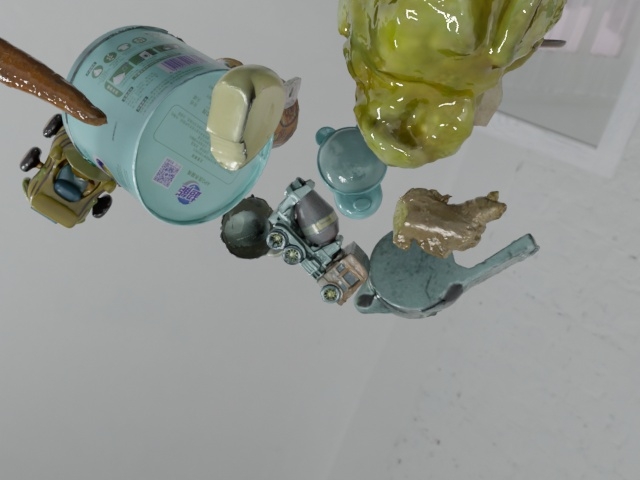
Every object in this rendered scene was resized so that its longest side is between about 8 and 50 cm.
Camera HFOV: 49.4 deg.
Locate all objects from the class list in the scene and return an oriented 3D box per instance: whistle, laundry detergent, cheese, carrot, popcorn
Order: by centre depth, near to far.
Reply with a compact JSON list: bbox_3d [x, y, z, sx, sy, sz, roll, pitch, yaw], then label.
[{"bbox_3d":[0.136,-0.284,0.834,0.293,0.292,0.334,31,151,20],"label":"popcorn"},{"bbox_3d":[-0.070,-0.168,0.884,0.050,0.127,0.255,21,-156,10],"label":"cheese"},{"bbox_3d":[-0.389,-0.217,0.972,0.209,0.061,0.061,29,-171,-2],"label":"carrot"},{"bbox_3d":[-0.286,-0.219,1.248,0.305,0.287,0.287,35,-164,36],"label":"laundry detergent"},{"bbox_3d":[0.276,0.077,1.536,0.404,0.188,0.168,1,167,8],"label":"whistle"}]

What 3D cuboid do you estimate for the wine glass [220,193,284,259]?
[{"bbox_3d":[-0.147,-0.022,1.740,0.156,0.156,0.232,23,-179,11],"label":"wine glass"}]

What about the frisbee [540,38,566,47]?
[{"bbox_3d":[0.494,-0.501,1.768,0.250,0.021,0.251,1,-164,0],"label":"frisbee"}]

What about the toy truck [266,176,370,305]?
[{"bbox_3d":[0.000,0.000,1.429,0.257,0.140,0.108,46,-161,-9],"label":"toy truck"}]

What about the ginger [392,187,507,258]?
[{"bbox_3d":[0.243,-0.032,1.327,0.213,0.137,0.074,3,-161,10],"label":"ginger"}]

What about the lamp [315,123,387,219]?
[{"bbox_3d":[0.097,-0.203,2.042,0.209,0.284,0.147,-10,-170,-3],"label":"lamp"}]

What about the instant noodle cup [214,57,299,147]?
[{"bbox_3d":[-0.161,-0.286,1.540,0.215,0.216,0.172,27,-159,30],"label":"instant noodle cup"}]

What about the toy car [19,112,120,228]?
[{"bbox_3d":[-0.491,-0.143,1.417,0.200,0.248,0.142,33,180,-27],"label":"toy car"}]

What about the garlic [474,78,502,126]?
[{"bbox_3d":[0.201,-0.335,1.166,0.132,0.279,0.325,-10,-141,-12],"label":"garlic"}]
